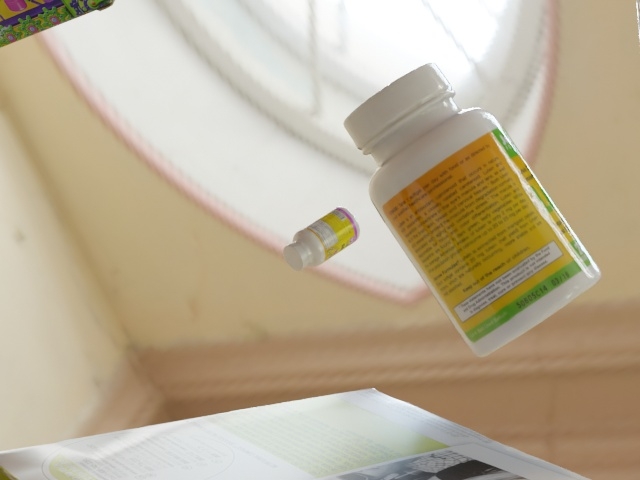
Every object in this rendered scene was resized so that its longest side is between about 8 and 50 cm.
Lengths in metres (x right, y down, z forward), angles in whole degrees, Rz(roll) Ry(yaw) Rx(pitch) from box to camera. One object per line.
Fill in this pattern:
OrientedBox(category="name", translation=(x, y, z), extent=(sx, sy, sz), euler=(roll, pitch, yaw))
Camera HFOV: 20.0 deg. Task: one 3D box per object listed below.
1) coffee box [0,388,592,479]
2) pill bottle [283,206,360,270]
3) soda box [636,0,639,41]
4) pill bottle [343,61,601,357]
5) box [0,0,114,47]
OrientedBox(category="coffee box", translation=(-0.014, 0.319, 1.234), extent=(0.334, 0.338, 0.338), euler=(-7, -166, -30))
OrientedBox(category="pill bottle", translation=(0.000, 0.000, 1.934), extent=(0.083, 0.043, 0.043), euler=(-33, -153, -33))
OrientedBox(category="soda box", translation=(0.340, -0.191, 1.760), extent=(0.053, 0.169, 0.060), euler=(-13, -134, 3))
OrientedBox(category="pill bottle", translation=(0.129, -0.031, 1.624), extent=(0.136, 0.246, 0.136), euler=(-34, 176, -3))
OrientedBox(category="box", translation=(-0.320, -0.299, 1.441), extent=(0.290, 0.279, 0.177), euler=(-15, -144, 33))
